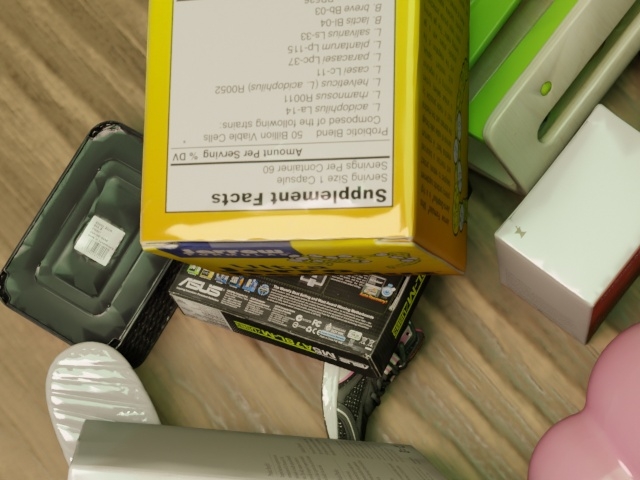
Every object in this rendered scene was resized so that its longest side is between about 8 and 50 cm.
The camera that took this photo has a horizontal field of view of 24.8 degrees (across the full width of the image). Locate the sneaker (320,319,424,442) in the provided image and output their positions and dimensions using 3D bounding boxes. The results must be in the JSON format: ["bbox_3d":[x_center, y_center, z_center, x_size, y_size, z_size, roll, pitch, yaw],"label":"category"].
[{"bbox_3d":[0.045,0.089,1.182,0.077,0.072,0.178,5,78,8],"label":"sneaker"}]

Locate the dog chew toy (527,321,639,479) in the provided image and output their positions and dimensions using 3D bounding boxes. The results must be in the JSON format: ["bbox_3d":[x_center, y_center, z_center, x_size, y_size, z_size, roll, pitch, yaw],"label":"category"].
[{"bbox_3d":[0.294,0.125,1.078,0.332,0.206,0.206,-38,74,6],"label":"dog chew toy"}]

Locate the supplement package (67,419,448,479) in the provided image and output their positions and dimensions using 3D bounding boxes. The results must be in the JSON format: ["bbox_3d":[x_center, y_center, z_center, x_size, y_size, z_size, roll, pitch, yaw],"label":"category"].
[{"bbox_3d":[-0.053,0.248,1.042,0.263,0.199,0.198,6,91,-7],"label":"supplement package"}]

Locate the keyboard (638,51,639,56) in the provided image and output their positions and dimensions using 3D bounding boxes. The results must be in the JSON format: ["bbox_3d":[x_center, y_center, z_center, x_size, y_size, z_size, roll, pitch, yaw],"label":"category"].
[{"bbox_3d":[0.425,-0.196,1.157,0.317,0.033,0.201,-39,47,-9],"label":"keyboard"}]

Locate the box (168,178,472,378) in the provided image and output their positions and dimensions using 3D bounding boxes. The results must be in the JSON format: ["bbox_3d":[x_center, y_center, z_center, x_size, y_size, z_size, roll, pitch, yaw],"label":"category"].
[{"bbox_3d":[0.000,0.000,1.174,0.191,0.045,0.184,16,63,26],"label":"box"}]

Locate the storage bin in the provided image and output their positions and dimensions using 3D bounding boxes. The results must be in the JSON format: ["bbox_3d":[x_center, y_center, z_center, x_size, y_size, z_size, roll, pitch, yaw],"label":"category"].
[{"bbox_3d":[-0.172,0.006,1.227,0.122,0.084,0.180,29,81,13],"label":"storage bin"}]

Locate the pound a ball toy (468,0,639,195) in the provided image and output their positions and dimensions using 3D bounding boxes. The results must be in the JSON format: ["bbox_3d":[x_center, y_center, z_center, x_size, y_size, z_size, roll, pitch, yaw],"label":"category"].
[{"bbox_3d":[0.188,-0.215,1.222,0.208,0.136,0.319,33,83,40],"label":"pound a ball toy"}]

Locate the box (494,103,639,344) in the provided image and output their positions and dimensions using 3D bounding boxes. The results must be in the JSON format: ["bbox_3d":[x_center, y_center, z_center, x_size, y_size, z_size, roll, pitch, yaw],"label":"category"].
[{"bbox_3d":[0.211,-0.007,1.129,0.091,0.170,0.130,38,85,15],"label":"box"}]

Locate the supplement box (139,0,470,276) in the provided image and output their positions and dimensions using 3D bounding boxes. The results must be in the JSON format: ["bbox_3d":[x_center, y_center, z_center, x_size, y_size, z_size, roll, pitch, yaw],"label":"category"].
[{"bbox_3d":[-0.001,-0.158,1.056,0.194,0.195,0.356,-1,82,17],"label":"supplement box"}]

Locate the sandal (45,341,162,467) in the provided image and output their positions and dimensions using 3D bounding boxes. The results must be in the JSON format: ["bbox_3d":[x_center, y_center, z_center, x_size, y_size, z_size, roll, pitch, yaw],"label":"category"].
[{"bbox_3d":[-0.145,0.206,1.175,0.102,0.076,0.265,-19,89,-7],"label":"sandal"}]
